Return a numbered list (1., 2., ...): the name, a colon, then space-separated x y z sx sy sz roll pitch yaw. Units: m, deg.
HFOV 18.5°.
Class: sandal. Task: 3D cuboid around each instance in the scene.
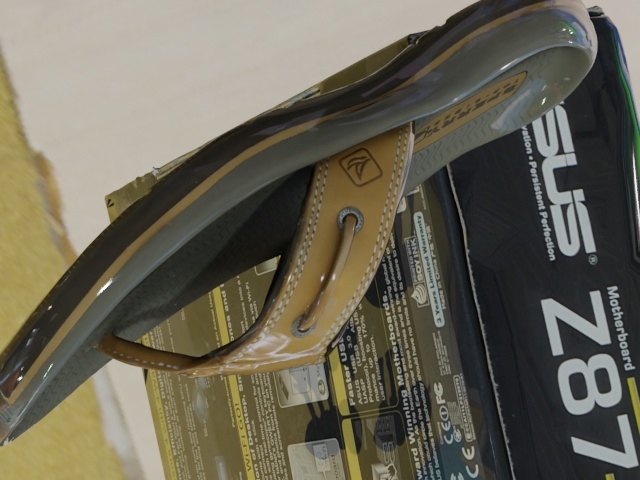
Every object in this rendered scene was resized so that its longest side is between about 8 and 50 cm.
1. sandal: 0.000 0.000 0.554 0.219 0.090 0.060 -30 77 -25

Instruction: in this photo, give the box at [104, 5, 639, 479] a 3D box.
1. box: 0.039 0.138 0.787 0.097 0.318 0.395 -10 85 -28
